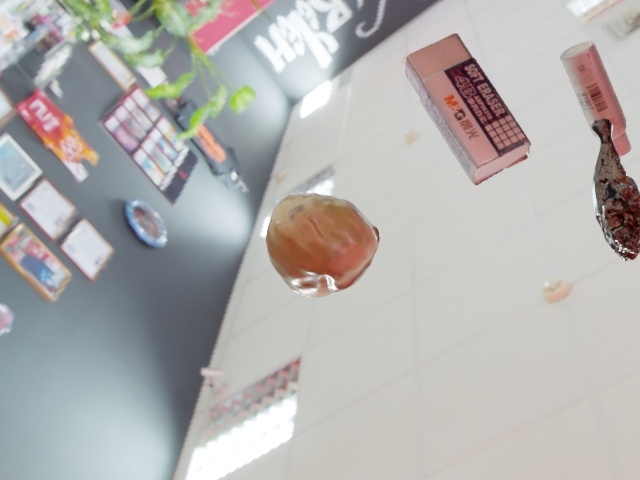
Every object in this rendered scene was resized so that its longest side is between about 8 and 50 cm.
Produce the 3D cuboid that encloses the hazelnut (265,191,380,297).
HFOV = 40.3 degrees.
[{"bbox_3d":[0.000,0.000,1.988,0.261,0.261,0.241,-26,-145,34],"label":"hazelnut"}]

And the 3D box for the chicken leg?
[{"bbox_3d":[0.344,-0.056,1.007,0.048,0.090,0.219,2,-141,7],"label":"chicken leg"}]

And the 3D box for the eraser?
[{"bbox_3d":[0.289,-0.264,1.731,0.130,0.287,0.086,-26,160,-4],"label":"eraser"}]

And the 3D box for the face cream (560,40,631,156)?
[{"bbox_3d":[0.617,-0.305,1.928,0.082,0.269,0.082,-27,-162,9],"label":"face cream"}]
